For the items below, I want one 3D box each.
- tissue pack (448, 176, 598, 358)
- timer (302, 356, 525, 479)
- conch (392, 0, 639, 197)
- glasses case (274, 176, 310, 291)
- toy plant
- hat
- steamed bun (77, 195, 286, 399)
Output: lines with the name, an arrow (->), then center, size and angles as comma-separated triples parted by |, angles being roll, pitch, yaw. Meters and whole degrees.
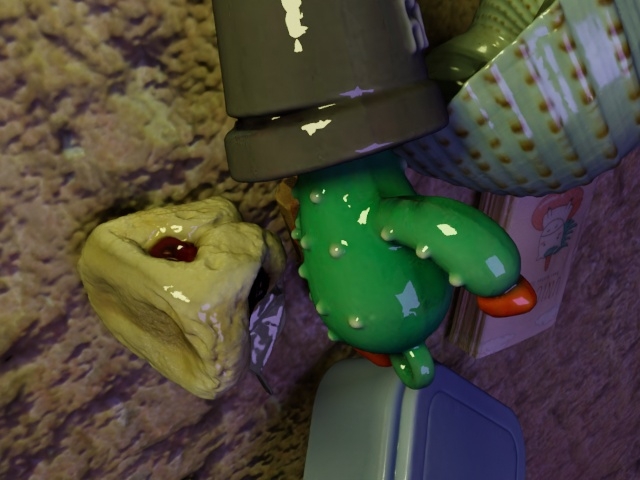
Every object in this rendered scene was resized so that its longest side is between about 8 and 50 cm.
tissue pack -> 0.271, -0.007, 1.198 | 0.170, 0.071, 0.325 | -18, 129, -35
timer -> 0.110, 0.349, 1.143 | 0.395, 0.173, 0.395 | 14, 74, -57
conch -> 0.220, -0.150, 0.899 | 0.215, 0.303, 0.319 | 42, 106, -6
glasses case -> 0.000, 0.000, 0.982 | 0.064, 0.041, 0.170 | -35, 136, -16
toy plant -> 0.029, -0.061, 0.754 | 0.185, 0.279, 0.400 | -28, 110, -51
hat -> -0.071, 0.084, 0.970 | 0.166, 0.081, 0.122 | 78, 21, -58
steamed bun -> -0.107, 0.030, 0.836 | 0.155, 0.172, 0.141 | -45, 154, -35
